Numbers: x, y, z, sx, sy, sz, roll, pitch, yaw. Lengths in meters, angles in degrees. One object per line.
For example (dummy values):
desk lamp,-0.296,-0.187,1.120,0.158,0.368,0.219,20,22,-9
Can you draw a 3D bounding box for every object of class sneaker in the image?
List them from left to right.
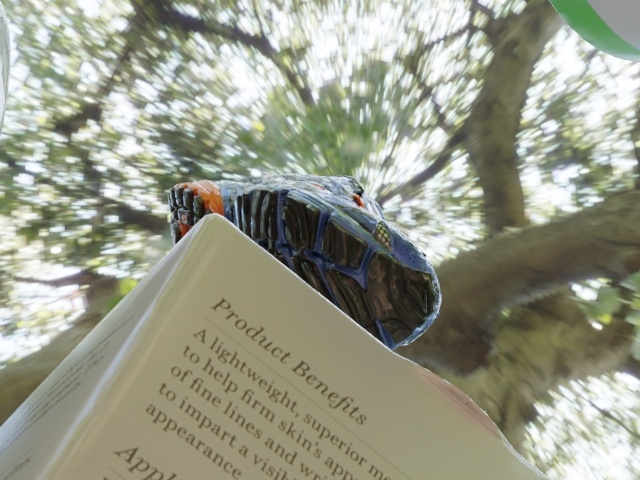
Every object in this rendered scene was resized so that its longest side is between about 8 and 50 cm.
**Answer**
sneaker,0.000,0.000,0.824,0.087,0.221,0.083,-15,-72,-23

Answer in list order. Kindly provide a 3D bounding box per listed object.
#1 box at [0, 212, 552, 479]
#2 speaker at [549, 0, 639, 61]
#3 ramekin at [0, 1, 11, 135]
box,-0.027,0.120,0.516,0.181,0.182,0.119,39,-132,-8
speaker,0.208,-0.157,0.611,0.131,0.296,0.131,11,-109,-35
ramekin,-0.236,-0.016,0.726,0.135,0.277,0.277,21,-89,1
